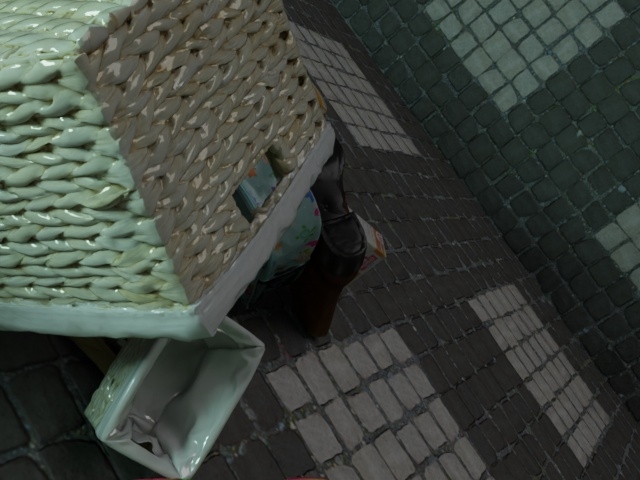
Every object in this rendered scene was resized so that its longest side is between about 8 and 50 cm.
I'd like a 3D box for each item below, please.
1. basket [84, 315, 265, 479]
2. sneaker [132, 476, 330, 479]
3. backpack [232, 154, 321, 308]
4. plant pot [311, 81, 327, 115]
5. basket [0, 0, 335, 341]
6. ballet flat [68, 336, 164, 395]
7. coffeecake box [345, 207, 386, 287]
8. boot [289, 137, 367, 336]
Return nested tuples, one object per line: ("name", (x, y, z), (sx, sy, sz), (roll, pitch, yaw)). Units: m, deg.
("basket", (-0.158, 0.149, 0.824), (0.113, 0.167, 0.103), (38, -18, -27))
("sneaker", (-0.076, 0.338, 0.750), (0.483, 0.185, 0.202), (18, 57, -47))
("backpack", (-0.115, -0.037, 1.078), (0.191, 0.253, 0.225), (-28, 78, -30))
("plant pot", (-0.098, -0.219, 1.414), (0.205, 0.188, 0.205), (40, 25, -23))
("basket", (-0.211, -0.108, 0.745), (0.328, 0.331, 0.266), (-60, 139, -46))
("ballet flat", (-0.224, 0.114, 0.882), (0.232, 0.073, 0.080), (46, 22, -12))
("coffeecake box", (0.000, 0.000, 1.372), (0.185, 0.142, 0.068), (38, 26, -28))
("boot", (-0.011, -0.017, 1.230), (0.096, 0.280, 0.264), (-18, 67, -19))
